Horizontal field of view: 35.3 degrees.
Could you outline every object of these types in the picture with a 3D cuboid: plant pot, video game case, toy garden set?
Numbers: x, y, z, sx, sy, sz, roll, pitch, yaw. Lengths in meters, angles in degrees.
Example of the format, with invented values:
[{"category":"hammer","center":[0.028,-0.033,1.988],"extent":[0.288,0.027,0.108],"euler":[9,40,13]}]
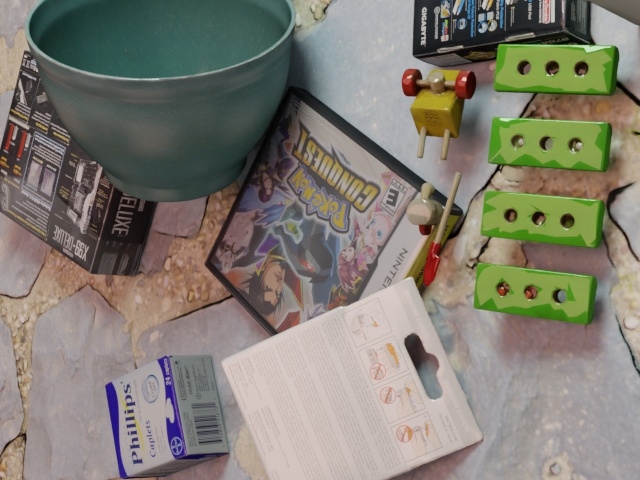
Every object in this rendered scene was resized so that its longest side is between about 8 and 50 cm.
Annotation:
[{"category":"plant pot","center":[-0.174,-0.169,1.151],"extent":[0.293,0.293,0.196],"euler":[38,141,38]},{"category":"video game case","center":[0.000,0.000,1.115],"extent":[0.275,0.035,0.248],"euler":[42,114,37]},{"category":"toy garden set","center":[0.169,-0.058,0.943],"extent":[0.203,0.049,0.244],"euler":[7,93,30]}]

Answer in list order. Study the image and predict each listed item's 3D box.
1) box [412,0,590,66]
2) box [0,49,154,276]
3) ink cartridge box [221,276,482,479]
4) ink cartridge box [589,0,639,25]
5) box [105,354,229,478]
[{"category":"box","center":[0.174,-0.290,0.971],"extent":[0.175,0.051,0.220],"euler":[-1,85,43]},{"category":"box","center":[-0.342,-0.115,1.414],"extent":[0.307,0.076,0.243],"euler":[25,103,41]},{"category":"ink cartridge box","center":[0.032,0.162,1.034],"extent":[0.224,0.056,0.181],"euler":[-25,80,11]},{"category":"ink cartridge box","center":[0.284,-0.294,0.788],"extent":[0.100,0.172,0.237],"euler":[20,100,42]},{"category":"box","center":[-0.192,0.220,1.246],"extent":[0.137,0.072,0.126],"euler":[-28,67,38]}]
